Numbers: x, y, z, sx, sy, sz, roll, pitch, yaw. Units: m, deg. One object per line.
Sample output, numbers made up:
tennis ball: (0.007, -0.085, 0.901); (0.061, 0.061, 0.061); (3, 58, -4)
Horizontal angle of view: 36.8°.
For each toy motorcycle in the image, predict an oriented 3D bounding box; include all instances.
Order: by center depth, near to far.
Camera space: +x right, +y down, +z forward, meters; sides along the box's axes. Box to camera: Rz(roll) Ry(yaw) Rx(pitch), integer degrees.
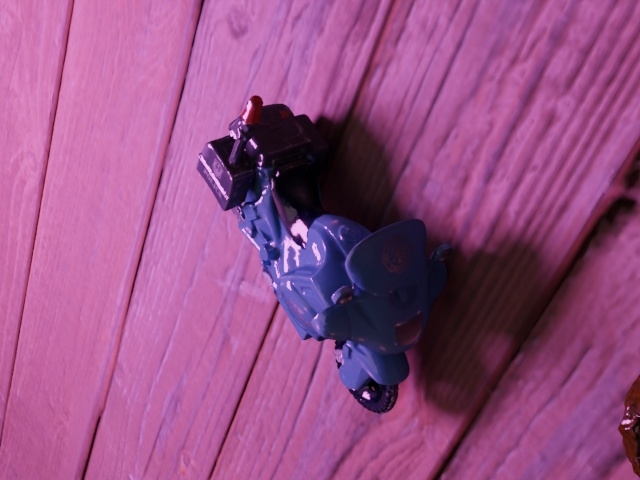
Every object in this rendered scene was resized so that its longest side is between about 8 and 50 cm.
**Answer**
toy motorcycle: (0.000, 0.000, 0.771); (0.272, 0.123, 0.182); (57, 148, 20)

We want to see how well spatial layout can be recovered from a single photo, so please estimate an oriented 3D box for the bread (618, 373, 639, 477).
bread: (0.224, 0.109, 0.583); (0.082, 0.060, 0.113); (45, 134, 28)
